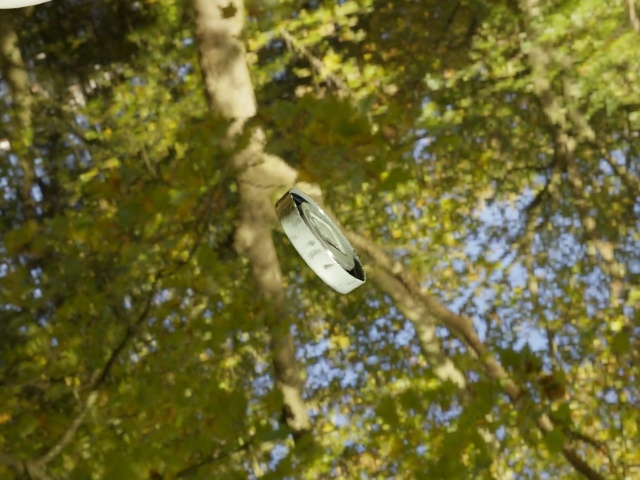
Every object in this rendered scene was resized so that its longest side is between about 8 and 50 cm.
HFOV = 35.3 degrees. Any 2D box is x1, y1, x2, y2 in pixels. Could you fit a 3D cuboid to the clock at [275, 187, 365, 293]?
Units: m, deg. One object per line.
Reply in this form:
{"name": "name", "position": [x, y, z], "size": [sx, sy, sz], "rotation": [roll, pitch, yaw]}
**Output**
{"name": "clock", "position": [0.000, 0.000, 0.702], "size": [0.017, 0.085, 0.085], "rotation": [-38, -157, 12]}

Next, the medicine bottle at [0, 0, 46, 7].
{"name": "medicine bottle", "position": [-0.113, -0.266, 0.358], "size": [0.241, 0.241, 0.302], "rotation": [11, -114, 41]}
